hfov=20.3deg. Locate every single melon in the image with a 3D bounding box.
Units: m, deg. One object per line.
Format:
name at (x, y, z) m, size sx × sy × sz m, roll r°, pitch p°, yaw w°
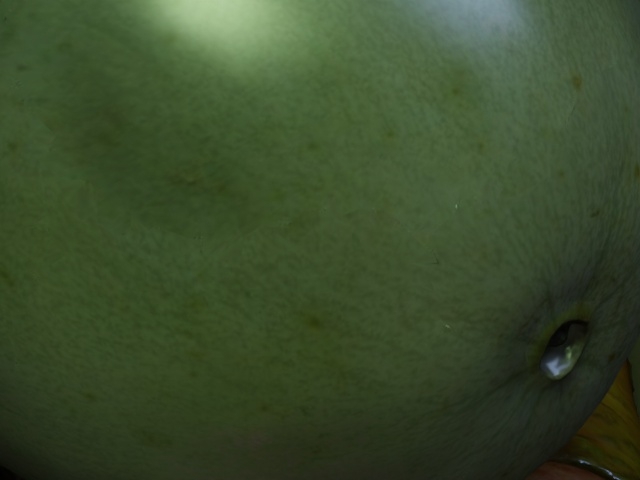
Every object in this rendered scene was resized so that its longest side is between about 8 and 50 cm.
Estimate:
melon at (-0.044, -0.048, 0.596) m, size 0.330 × 0.268 × 0.268 m, roll 36°, pitch 13°, yaw 34°

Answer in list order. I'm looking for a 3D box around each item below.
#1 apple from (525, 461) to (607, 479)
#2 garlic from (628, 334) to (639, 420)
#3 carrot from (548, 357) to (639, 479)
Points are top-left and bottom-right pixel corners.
apple at (0.068, 0.134, 0.615) m, size 0.126 × 0.126 × 0.102 m, roll 26°, pitch 5°, yaw -36°
garlic at (0.240, 0.050, 1.012) m, size 0.279 × 0.132 × 0.325 m, roll -51°, pitch 126°, yaw -48°
carrot at (0.093, 0.077, 0.834) m, size 0.114 × 0.114 × 0.302 m, roll 35°, pitch 19°, yaw -13°
